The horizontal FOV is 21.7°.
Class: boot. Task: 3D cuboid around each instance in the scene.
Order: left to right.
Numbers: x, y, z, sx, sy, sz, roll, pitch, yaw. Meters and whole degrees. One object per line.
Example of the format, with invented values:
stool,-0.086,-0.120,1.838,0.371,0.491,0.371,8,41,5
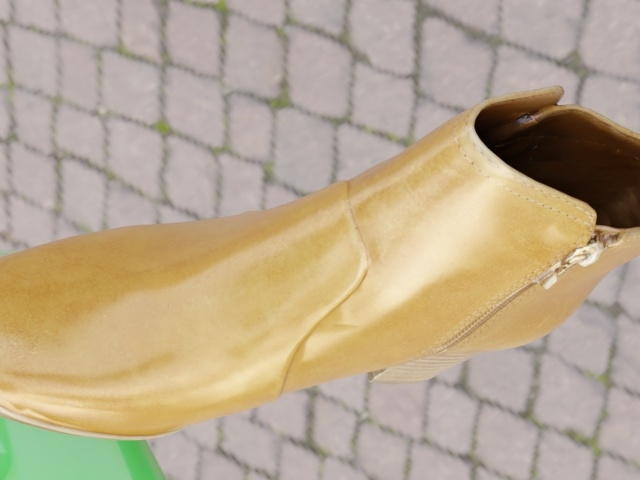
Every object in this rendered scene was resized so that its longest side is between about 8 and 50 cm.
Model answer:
boot,0.001,0.001,0.720,0.211,0.295,0.104,-43,54,50

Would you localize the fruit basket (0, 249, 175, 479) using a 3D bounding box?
fruit basket,-0.246,0.211,0.851,0.392,0.392,0.283,66,160,-9
